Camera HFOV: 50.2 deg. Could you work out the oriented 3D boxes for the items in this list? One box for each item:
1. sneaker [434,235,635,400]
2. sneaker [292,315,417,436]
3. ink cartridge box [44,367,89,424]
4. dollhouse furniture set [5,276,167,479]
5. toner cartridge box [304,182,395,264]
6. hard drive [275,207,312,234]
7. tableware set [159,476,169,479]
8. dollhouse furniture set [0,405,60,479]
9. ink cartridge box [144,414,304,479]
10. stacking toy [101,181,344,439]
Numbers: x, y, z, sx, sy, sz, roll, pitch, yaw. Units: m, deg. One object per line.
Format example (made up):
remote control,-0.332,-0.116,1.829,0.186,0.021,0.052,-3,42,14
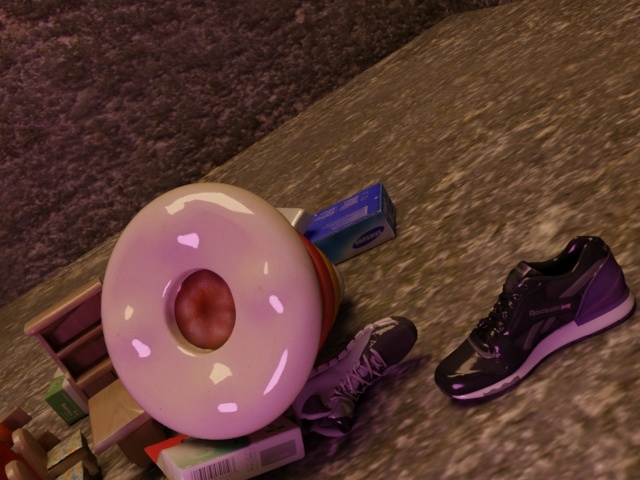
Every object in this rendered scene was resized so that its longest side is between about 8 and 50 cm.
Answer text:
sneaker,0.258,0.092,0.897,0.283,0.124,0.107,-32,20,0
sneaker,0.055,0.214,0.989,0.228,0.086,0.132,-37,23,14
ink cartridge box,-0.490,0.292,1.545,0.219,0.093,0.160,-30,20,4
dollhouse furniture set,-0.392,0.246,1.247,0.362,0.257,0.394,-35,18,-14
toner cartridge box,0.000,0.000,1.551,0.347,0.075,0.165,-25,23,17
hard drive,-0.189,0.074,1.494,0.233,0.047,0.353,4,54,44
tableware set,-0.271,0.417,1.050,0.168,0.020,0.141,-28,21,10
dollhouse furniture set,-0.593,0.389,1.231,0.135,0.259,0.262,-39,21,8
ink cartridge box,-0.154,0.296,1.020,0.180,0.056,0.224,-13,11,-28
stacking toy,-0.074,0.098,1.109,0.350,0.351,0.480,-22,-10,24
